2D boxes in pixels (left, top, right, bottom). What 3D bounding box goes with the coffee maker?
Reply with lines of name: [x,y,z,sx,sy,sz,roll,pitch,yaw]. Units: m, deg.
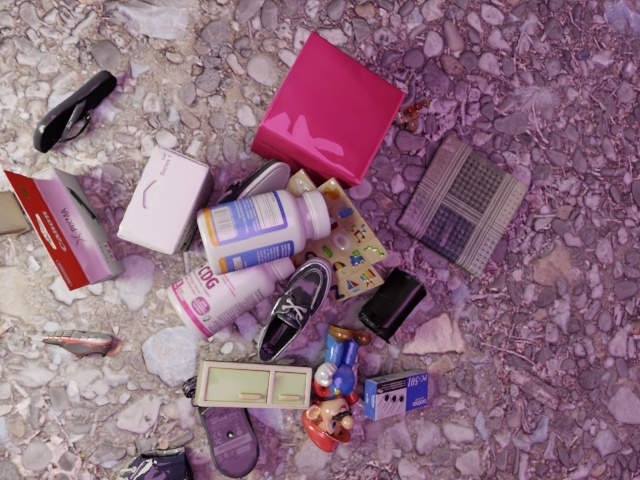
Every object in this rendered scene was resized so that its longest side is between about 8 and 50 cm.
coffee maker: [0.197,0.172,1.144,0.120,0.171,0.178,38,81,7]

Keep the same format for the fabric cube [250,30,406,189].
fabric cube: [0.005,-0.291,1.061,0.258,0.259,0.253,28,83,-12]

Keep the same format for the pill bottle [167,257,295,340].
pill bottle: [-0.215,0.102,1.062,0.283,0.160,0.160,-35,97,-11]

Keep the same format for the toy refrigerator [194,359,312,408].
toy refrigerator: [-0.163,0.356,1.058,0.270,0.094,0.102,11,74,-21]

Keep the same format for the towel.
towel: [0.420,-0.103,1.260,0.313,0.056,0.324,32,86,-7]

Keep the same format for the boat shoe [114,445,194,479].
boat shoe: [-0.478,0.607,1.037,0.341,0.127,0.157,-3,84,-20]

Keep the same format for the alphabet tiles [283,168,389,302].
alphabet tiles: [0.000,0.000,1.079,0.342,0.285,0.011,53,39,-7]

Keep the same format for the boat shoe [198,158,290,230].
boat shoe: [-0.197,-0.097,1.044,0.302,0.114,0.091,-44,64,16]

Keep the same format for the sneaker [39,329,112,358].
sneaker: [-0.595,0.258,1.036,0.158,0.061,0.064,9,94,-11]

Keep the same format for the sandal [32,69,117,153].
sandal: [-0.579,-0.302,1.019,0.054,0.097,0.254,42,82,-9]

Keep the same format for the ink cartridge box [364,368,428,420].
ink cartridge box: [0.211,0.416,1.168,0.207,0.046,0.097,2,89,-37]

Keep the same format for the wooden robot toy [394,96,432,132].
wooden robot toy: [0.252,-0.340,1.211,0.174,0.076,0.078,-27,106,-10]

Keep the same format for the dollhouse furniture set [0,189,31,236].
dollhouse furniture set: [-0.836,-0.015,0.969,0.242,0.161,0.211,-23,95,11]

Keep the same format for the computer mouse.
computer mouse: [-0.234,0.467,1.109,0.189,0.072,0.271,-14,82,-13]

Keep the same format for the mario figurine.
mario figurine: [0.065,0.394,1.117,0.198,0.170,0.319,14,85,-10]

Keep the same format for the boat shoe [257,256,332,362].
boat shoe: [-0.071,0.180,1.082,0.108,0.102,0.301,35,100,-1]

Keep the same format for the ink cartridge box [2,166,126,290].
ink cartridge box: [-0.552,-0.031,0.952,0.060,0.239,0.274,-27,95,-11]

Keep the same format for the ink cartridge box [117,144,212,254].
ink cartridge box: [-0.336,-0.080,0.977,0.117,0.278,0.201,22,86,-10]

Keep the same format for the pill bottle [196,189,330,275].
pill bottle: [-0.123,-0.028,0.953,0.273,0.152,0.152,-15,93,-13]
